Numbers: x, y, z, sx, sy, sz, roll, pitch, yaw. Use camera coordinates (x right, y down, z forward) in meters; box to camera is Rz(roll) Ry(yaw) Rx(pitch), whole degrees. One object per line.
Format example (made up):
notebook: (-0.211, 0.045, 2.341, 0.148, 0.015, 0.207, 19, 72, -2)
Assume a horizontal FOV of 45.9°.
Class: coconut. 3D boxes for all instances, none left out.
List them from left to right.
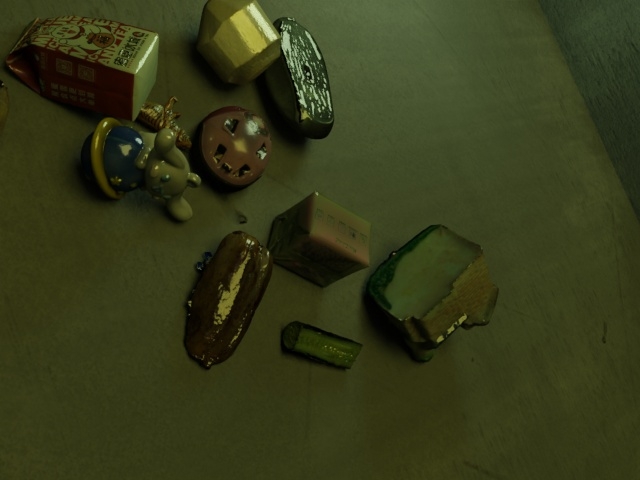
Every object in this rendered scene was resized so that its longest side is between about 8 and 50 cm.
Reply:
coconut: (-0.218, -0.517, 1.930, 0.222, 0.202, 0.202, 54, 46, -11)

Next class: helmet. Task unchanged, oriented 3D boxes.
helmet: (-0.201, -0.242, 1.858, 0.198, 0.154, 0.253, 40, 54, -18)

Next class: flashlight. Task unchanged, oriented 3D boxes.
flashlight: (-0.231, 0.078, 1.758, 0.121, 0.035, 0.057, 44, 48, -15)

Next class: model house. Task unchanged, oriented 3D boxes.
model house: (0.319, 0.167, 2.063, 0.298, 0.243, 0.284, -41, 127, -11)

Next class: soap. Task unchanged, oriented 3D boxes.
soap: (0.000, 0.000, 1.889, 0.199, 0.182, 0.138, 29, 53, -28)

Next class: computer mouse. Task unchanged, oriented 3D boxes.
computer mouse: (-0.069, -0.435, 2.077, 0.203, 0.114, 0.373, 11, 60, -43)

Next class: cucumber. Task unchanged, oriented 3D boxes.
cucumber: (0.003, 0.257, 1.865, 0.211, 0.062, 0.078, 23, 91, -38)

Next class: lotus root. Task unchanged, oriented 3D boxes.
lotus root: (-0.199, 0.129, 1.703, 0.167, 0.078, 0.329, 31, 64, -26)

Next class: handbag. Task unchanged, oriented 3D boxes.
handbag: (-0.517, -0.393, 1.652, 0.298, 0.151, 0.171, 15, 48, -2)

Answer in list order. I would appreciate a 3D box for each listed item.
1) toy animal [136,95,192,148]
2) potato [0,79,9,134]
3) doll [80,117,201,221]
toy animal: (-0.394, -0.309, 1.784, 0.241, 0.057, 0.099, 35, 52, -24)
potato: (-0.711, -0.200, 1.464, 0.120, 0.100, 0.261, 22, 65, 15)
doll: (-0.380, -0.159, 1.652, 0.311, 0.243, 0.159, 70, 13, -55)
